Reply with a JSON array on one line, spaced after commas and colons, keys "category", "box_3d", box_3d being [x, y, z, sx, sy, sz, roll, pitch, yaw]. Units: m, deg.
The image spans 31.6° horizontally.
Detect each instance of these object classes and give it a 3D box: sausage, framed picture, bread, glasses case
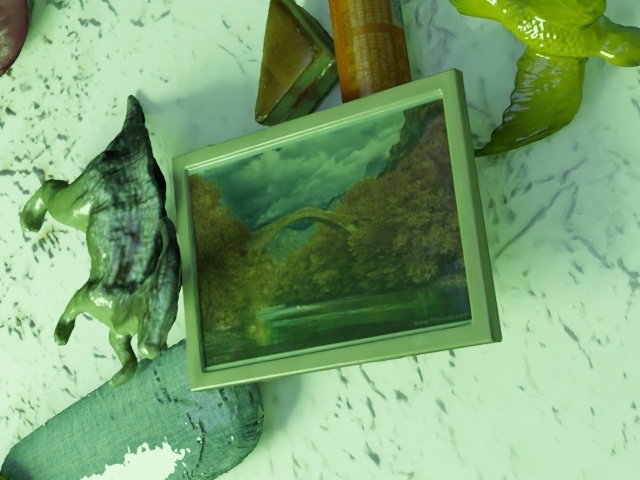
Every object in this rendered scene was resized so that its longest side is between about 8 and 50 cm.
[{"category": "sausage", "box_3d": [0.041, -0.106, 0.816, 0.053, 0.053, 0.347, -15, 75, 33]}, {"category": "framed picture", "box_3d": [0.000, 0.000, 0.785, 0.250, 0.016, 0.184, -12, 77, 32]}, {"category": "bread", "box_3d": [-0.013, -0.138, 0.864, 0.062, 0.043, 0.108, -1, 82, 37]}, {"category": "glasses case", "box_3d": [-0.161, 0.172, 0.912, 0.282, 0.067, 0.109, -33, 69, 25]}]

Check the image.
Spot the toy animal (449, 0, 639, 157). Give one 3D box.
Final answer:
[{"category": "toy animal", "box_3d": [0.162, -0.148, 0.719, 0.155, 0.219, 0.095, -8, 56, -3]}]

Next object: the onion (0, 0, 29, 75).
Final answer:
[{"category": "onion", "box_3d": [-0.344, -0.225, 1.050, 0.177, 0.153, 0.177, 4, 97, 32]}]

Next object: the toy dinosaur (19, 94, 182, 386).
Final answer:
[{"category": "toy dinosaur", "box_3d": [-0.162, 0.002, 0.901, 0.162, 0.077, 0.294, -53, 45, 27]}]

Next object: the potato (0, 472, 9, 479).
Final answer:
[{"category": "potato", "box_3d": [-0.338, 0.300, 0.957, 0.272, 0.111, 0.160, -41, 64, 41]}]
